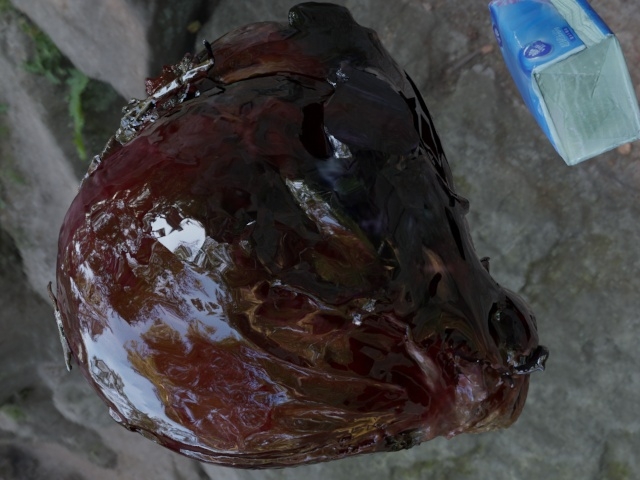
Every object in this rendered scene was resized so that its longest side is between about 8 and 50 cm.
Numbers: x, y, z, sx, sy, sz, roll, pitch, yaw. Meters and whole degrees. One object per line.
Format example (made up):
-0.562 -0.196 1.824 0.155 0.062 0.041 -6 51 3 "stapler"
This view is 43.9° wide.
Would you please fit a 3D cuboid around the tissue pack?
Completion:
0.381 -0.275 1.252 0.198 0.146 0.263 56 -162 -36 "tissue pack"

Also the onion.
-0.019 -0.008 0.448 0.281 0.281 0.221 40 138 21 "onion"
